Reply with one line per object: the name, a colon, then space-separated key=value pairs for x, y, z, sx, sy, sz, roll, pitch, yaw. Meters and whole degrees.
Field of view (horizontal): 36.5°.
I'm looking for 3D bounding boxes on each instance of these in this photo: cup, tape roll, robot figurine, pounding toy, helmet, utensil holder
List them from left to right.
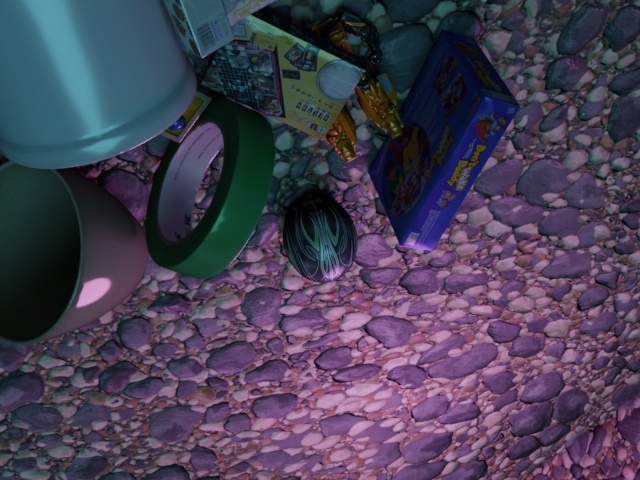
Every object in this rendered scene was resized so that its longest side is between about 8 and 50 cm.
utensil holder: x=-0.392 y=-0.350 z=1.409 sx=0.327 sy=0.327 sz=0.385 roll=-18 pitch=126 yaw=-2
cup: x=-0.461 y=0.024 z=1.794 sx=0.331 sy=0.331 sz=0.237 roll=-47 pitch=153 yaw=24
pounding toy: x=-0.268 y=-0.258 z=1.712 sx=0.130 sy=0.100 sz=0.141 roll=23 pitch=121 yaw=-34
tape roll: x=-0.202 y=-0.094 z=1.731 sx=0.077 sy=0.321 sz=0.321 roll=21 pitch=122 yaw=-32
helmet: x=0.000 y=0.000 z=1.996 sx=0.169 sy=0.161 sz=0.169 roll=-9 pitch=134 yaw=-10
robot figurine: x=0.039 y=-0.287 z=1.797 sx=0.211 sy=0.085 sz=0.291 roll=-28 pitch=134 yaw=8

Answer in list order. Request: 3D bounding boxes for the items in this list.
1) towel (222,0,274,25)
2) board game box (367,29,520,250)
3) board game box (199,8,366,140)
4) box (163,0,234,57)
towel: x=-0.123 y=-0.527 z=1.439 sx=0.320 sy=0.090 sz=0.374 roll=-32 pitch=128 yaw=-17
board game box: x=0.222 y=-0.187 z=1.847 sx=0.078 sy=0.233 sz=0.347 roll=9 pitch=128 yaw=-25
board game box: x=-0.065 y=-0.293 z=1.688 sx=0.243 sy=0.042 sz=0.165 roll=24 pitch=125 yaw=-16
box: x=-0.206 y=-0.410 z=1.338 sx=0.067 sy=0.063 sz=0.324 roll=-37 pitch=130 yaw=-21
